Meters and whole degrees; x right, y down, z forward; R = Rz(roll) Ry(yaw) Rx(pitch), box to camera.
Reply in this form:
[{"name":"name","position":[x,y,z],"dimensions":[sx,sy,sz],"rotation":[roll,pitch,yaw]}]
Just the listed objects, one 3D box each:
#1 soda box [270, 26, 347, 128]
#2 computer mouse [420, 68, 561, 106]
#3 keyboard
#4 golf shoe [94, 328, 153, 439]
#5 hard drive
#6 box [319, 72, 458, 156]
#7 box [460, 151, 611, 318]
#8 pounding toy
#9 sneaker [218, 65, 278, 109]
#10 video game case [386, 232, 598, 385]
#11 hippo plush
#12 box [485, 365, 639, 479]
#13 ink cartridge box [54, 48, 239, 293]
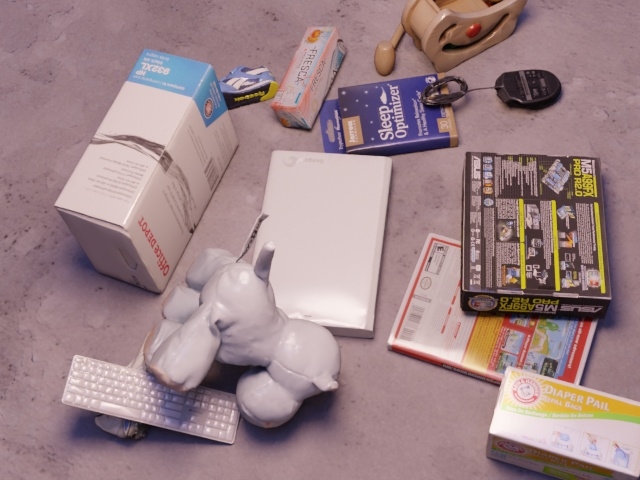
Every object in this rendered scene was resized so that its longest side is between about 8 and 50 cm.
[{"name":"soda box","position":[-0.019,-0.282,1.753],"dimensions":[0.058,0.063,0.183],"rotation":[9,62,30]},{"name":"computer mouse","position":[0.286,-0.247,1.707],"dimensions":[0.242,0.041,0.071],"rotation":[-4,62,-4]},{"name":"keyboard","position":[-0.240,0.232,1.471],"dimensions":[0.256,0.014,0.072],"rotation":[17,64,-14]},{"name":"golf shoe","position":[-0.286,0.208,1.525],"dimensions":[0.086,0.069,0.176],"rotation":[7,62,17]},{"name":"hard drive","position":[0.000,0.000,1.618],"dimensions":[0.203,0.040,0.307],"rotation":[4,63,8]},{"name":"box","position":[0.111,-0.207,1.720],"dimensions":[0.225,0.036,0.136],"rotation":[-9,61,3]},{"name":"box","position":[0.325,-0.013,1.556],"dimensions":[0.216,0.060,0.270],"rotation":[3,55,4]},{"name":"pounding toy","position":[0.204,-0.398,1.745],"dimensions":[0.269,0.154,0.155],"rotation":[-29,63,-10]},{"name":"sneaker","position":[-0.148,-0.269,1.773],"dimensions":[0.144,0.053,0.059],"rotation":[-12,62,-10]},{"name":"video game case","position":[0.267,0.115,1.535],"dimensions":[0.285,0.025,0.204],"rotation":[17,65,15]},{"name":"hippo plush","position":[-0.087,0.131,1.468],"dimensions":[0.294,0.236,0.234],"rotation":[-48,21,12]},{"name":"box","position":[0.338,0.264,1.397],"dimensions":[0.203,0.114,0.103],"rotation":[14,64,15]},{"name":"ink cartridge box","position":[-0.263,-0.107,1.599],"dimensions":[0.129,0.223,0.307],"rotation":[17,65,15]}]
